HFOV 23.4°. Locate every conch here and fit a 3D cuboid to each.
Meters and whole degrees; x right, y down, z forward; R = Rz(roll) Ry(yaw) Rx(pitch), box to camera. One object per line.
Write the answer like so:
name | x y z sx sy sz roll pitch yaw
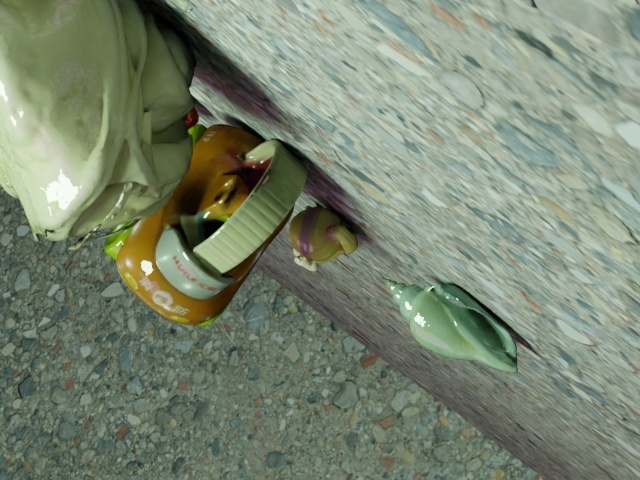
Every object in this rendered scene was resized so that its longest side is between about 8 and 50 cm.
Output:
conch | 0.140 0.079 1.646 0.180 0.088 0.065 30 -145 21

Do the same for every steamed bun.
steamed bun | -0.222 -0.155 1.431 0.268 0.207 0.280 28 142 63

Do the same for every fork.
fork | -0.152 -0.223 1.271 0.115 0.016 0.012 38 -163 3

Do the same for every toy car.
toy car | -0.102 -0.023 1.630 0.145 0.235 0.235 40 174 -16

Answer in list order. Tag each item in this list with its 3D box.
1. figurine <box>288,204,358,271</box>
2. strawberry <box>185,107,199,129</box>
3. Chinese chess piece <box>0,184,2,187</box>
figurine | 0.000 0.000 1.836 0.083 0.083 0.187 38 168 2
strawberry | -0.186 -0.147 1.794 0.096 0.083 0.083 20 166 26
Chinese chess piece | -0.450 -0.234 1.930 0.349 0.146 0.349 58 -176 -7
